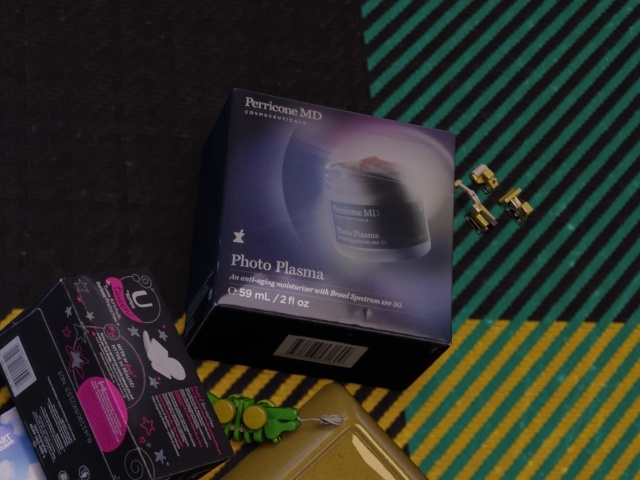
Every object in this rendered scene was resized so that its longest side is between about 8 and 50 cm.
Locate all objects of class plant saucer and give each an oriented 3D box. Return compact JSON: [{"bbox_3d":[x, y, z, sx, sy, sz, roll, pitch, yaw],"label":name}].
[{"bbox_3d":[0.027,0.370,1.867,0.332,0.081,0.333,-40,83,-27],"label":"plant saucer"}]

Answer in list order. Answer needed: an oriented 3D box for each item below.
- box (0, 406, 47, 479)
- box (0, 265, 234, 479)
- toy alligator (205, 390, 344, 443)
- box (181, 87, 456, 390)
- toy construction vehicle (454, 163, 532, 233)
[{"bbox_3d":[-0.339,0.290,1.803,0.109,0.042,0.178,-31,79,-28],"label":"box"},{"bbox_3d":[-0.237,0.178,1.802,0.142,0.163,0.247,-7,66,-51],"label":"box"},{"bbox_3d":[-0.066,0.218,1.899,0.189,0.056,0.051,9,96,14],"label":"toy alligator"},{"bbox_3d":[0.000,0.000,1.967,0.296,0.183,0.294,10,63,-14],"label":"box"},{"bbox_3d":[0.231,-0.056,2.148,0.086,0.035,0.098,-34,81,-28],"label":"toy construction vehicle"}]
